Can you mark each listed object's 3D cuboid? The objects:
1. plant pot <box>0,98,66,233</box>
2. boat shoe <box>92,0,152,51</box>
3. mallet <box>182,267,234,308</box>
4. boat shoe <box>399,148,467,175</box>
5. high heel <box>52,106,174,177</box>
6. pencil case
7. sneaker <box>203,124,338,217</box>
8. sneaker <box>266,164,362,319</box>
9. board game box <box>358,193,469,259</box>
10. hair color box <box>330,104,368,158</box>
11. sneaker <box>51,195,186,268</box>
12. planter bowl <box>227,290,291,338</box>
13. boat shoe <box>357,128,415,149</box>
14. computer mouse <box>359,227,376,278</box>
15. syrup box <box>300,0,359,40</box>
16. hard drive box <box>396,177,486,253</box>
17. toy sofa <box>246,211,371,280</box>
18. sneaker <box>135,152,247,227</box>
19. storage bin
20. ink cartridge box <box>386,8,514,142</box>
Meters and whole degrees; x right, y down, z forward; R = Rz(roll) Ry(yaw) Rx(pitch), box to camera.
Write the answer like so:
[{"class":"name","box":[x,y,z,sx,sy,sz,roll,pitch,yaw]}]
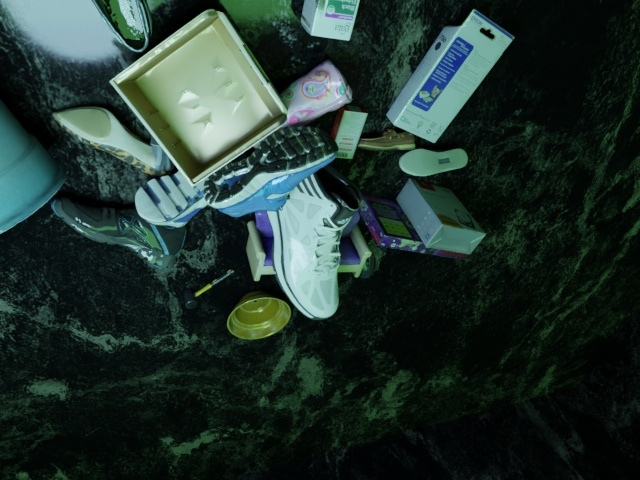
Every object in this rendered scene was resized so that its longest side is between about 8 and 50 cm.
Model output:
[{"class":"plant pot","box":[-0.729,-0.198,0.898,0.342,0.341,0.334,-20,128,-3]},{"class":"boat shoe","box":[-0.397,-0.493,0.884,0.108,0.102,0.301,-18,136,-5]},{"class":"mallet","box":[-0.362,0.141,1.561,0.190,0.062,0.039,-38,137,-5]},{"class":"boat shoe","box":[0.325,-0.229,1.442,0.228,0.081,0.079,-8,91,-21]},{"class":"high heel","box":[-0.481,-0.219,1.147,0.262,0.093,0.186,15,158,-8]},{"class":"pencil case","box":[-0.063,-0.315,1.175,0.284,0.124,0.124,-31,135,8]},{"class":"sneaker","box":[-0.108,-0.156,1.162,0.330,0.129,0.147,-24,152,7]},{"class":"sneaker","box":[-0.001,0.000,1.258,0.169,0.258,0.446,-22,99,-39]},{"class":"board game box","box":[0.291,-0.041,1.520,0.347,0.208,0.056,9,131,-28]},{"class":"hair color box","box":[0.069,-0.292,1.308,0.072,0.043,0.141,1,130,-23]},{"class":"sneaker","box":[-0.518,-0.049,1.277,0.341,0.125,0.139,28,90,-36]},{"class":"planter bowl","box":[-0.217,0.237,1.664,0.217,0.090,0.217,-11,135,-11]},{"class":"boat shoe","box":[0.185,-0.283,1.358,0.178,0.064,0.060,-5,100,-21]},{"class":"computer mouse","box":[0.167,0.049,1.676,0.071,0.041,0.242,-10,134,-12]},{"class":"syrup box","box":[0.035,-0.552,1.008,0.093,0.096,0.236,-1,131,-21]},{"class":"hard drive box","box":[0.366,-0.075,1.499,0.181,0.232,0.089,9,127,-30]},{"class":"toy sofa","box":[-0.035,0.009,1.478,0.363,0.150,0.177,0,133,-22]},{"class":"sneaker","box":[-0.333,-0.129,1.251,0.316,0.127,0.182,-31,-178,-26]},{"class":"storage bin","box":[-0.243,-0.305,1.042,0.261,0.123,0.262,-32,109,10]},{"class":"ink cartridge box","box":[0.333,-0.426,1.272,0.166,0.065,0.332,15,126,-33]}]
